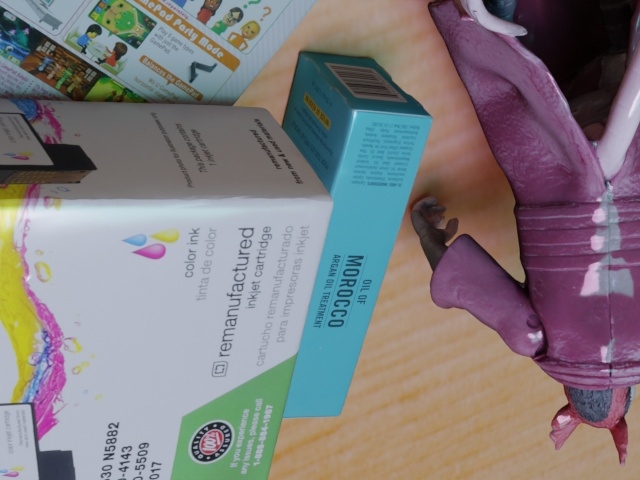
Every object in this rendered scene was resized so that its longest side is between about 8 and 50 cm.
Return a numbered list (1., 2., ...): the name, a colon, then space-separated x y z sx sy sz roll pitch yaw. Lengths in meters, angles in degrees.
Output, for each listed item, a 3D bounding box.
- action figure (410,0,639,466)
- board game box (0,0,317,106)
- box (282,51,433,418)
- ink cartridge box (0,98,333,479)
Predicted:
1. action figure: 0.197 -0.020 0.712 0.248 0.276 0.370 -7 97 -2
2. board game box: -0.169 -0.115 0.593 0.224 0.097 0.303 33 105 -39
3. box: 0.000 0.000 0.749 0.060 0.100 0.244 2 120 -25
4. ink cartridge box: -0.157 0.037 0.565 0.278 0.117 0.201 -1 122 -24
